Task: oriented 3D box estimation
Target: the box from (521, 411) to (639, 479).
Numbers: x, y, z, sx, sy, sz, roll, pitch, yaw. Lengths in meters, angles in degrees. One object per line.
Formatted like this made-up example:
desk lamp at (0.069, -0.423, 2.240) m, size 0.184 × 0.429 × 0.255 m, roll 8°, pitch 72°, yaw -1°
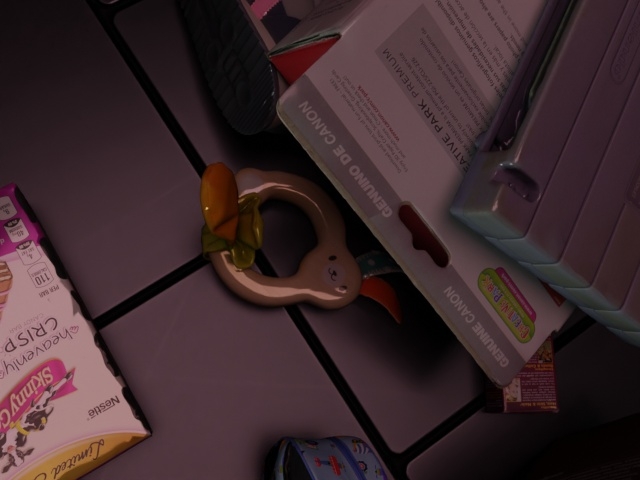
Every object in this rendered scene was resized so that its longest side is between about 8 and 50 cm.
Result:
box at (0.247, 0.247, 0.586) m, size 0.203 × 0.167 × 0.169 m, roll -24°, pitch 80°, yaw -47°

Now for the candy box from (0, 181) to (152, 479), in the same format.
candy box at (-0.259, 0.094, 0.615) m, size 0.159 × 0.071 × 0.234 m, roll -29°, pitch 85°, yaw -16°

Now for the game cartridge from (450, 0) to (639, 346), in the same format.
game cartridge at (0.257, -0.118, 0.603) m, size 0.230 × 0.068 × 0.355 m, roll 34°, pitch 76°, yaw -30°

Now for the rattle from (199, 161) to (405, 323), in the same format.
rattle at (0.000, 0.000, 0.654) m, size 0.199 × 0.143 × 0.130 m, roll 30°, pitch 56°, yaw 3°

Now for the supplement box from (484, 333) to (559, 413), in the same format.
supplement box at (0.182, 0.116, 0.708) m, size 0.054 × 0.043 × 0.083 m, roll 2°, pitch 77°, yaw -10°

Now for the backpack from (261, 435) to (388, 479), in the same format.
backpack at (0.023, 0.232, 0.603) m, size 0.116 × 0.158 × 0.173 m, roll -13°, pitch 69°, yaw -21°

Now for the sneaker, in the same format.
sneaker at (-0.058, -0.243, 0.724) m, size 0.131 × 0.112 × 0.319 m, roll -7°, pitch 75°, yaw -38°

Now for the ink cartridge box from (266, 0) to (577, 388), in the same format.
ink cartridge box at (0.116, -0.082, 0.637) m, size 0.272 × 0.130 × 0.309 m, roll -46°, pitch 113°, yaw -16°
